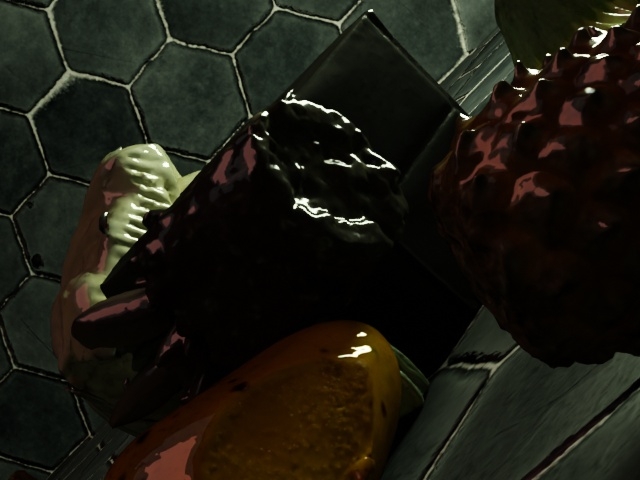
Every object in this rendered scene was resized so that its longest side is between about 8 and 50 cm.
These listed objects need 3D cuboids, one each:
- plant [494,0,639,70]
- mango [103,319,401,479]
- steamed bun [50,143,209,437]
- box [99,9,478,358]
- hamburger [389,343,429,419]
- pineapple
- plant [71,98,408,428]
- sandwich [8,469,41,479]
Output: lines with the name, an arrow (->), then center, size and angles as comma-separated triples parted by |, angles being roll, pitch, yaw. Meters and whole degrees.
plant -> 0.221, -0.199, 1.514 | 0.306, 0.297, 0.261 | -69, -6, -53
mango -> -0.044, 0.166, 1.094 | 0.290, 0.160, 0.191 | -44, -4, -39
steamed bun -> -0.162, 0.076, 1.711 | 0.394, 0.346, 0.237 | -27, -15, -41
box -> -0.001, 0.001, 1.463 | 0.345, 0.251, 0.204 | -40, 8, 45
hamburger -> 0.034, 0.112, 1.242 | 0.054, 0.084, 0.121 | -48, 7, -29
pineapple -> 0.231, -0.076, 0.818 | 0.361, 0.175, 0.175 | -32, 5, -1
plant -> -0.068, 0.033, 1.265 | 0.320, 0.181, 0.194 | -45, 1, 38
sandwich -> -0.319, 0.368, 1.587 | 0.214, 0.186, 0.065 | -48, 7, 13
